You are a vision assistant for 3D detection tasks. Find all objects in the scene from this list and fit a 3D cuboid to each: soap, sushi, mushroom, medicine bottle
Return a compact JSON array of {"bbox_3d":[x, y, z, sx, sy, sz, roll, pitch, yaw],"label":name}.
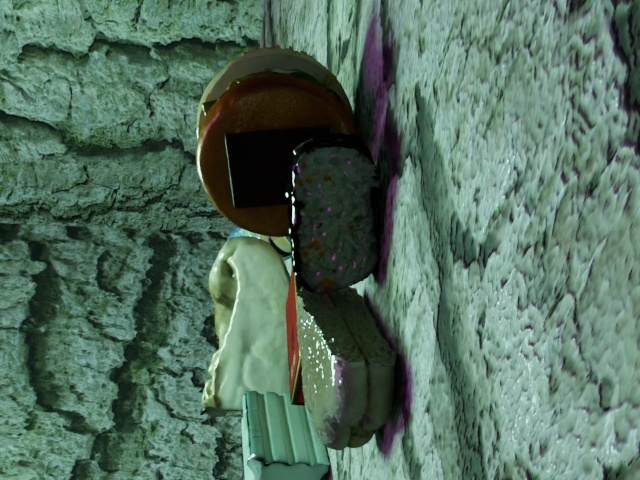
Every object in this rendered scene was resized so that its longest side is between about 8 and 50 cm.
[{"bbox_3d":[-0.074,0.385,1.858,0.261,0.150,0.094,-107,24,-68],"label":"soap"},{"bbox_3d":[0.016,-0.038,1.414,0.126,0.136,0.225,-85,-4,-66],"label":"sushi"},{"bbox_3d":[-0.131,0.184,2.154,0.313,0.225,0.397,-34,-53,-82],"label":"mushroom"},{"bbox_3d":[-0.062,-0.019,2.077,0.426,0.108,0.108,158,114,-80],"label":"medicine bottle"}]

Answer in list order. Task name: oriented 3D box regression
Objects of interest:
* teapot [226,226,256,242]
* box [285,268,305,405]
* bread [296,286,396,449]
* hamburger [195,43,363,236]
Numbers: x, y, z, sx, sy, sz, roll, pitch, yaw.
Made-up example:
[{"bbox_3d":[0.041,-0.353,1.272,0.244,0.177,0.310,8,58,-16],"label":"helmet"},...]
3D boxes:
[{"bbox_3d":[-0.165,-0.002,2.646,0.159,0.159,0.231,103,170,-53],"label":"teapot"},{"bbox_3d":[-0.024,0.173,1.851,0.239,0.074,0.153,-96,16,-44],"label":"box"},{"bbox_3d":[0.031,0.186,1.382,0.337,0.102,0.183,-120,29,-71],"label":"bread"},{"bbox_3d":[-0.067,-0.166,1.578,0.225,0.291,0.290,-93,8,-64],"label":"hamburger"}]
